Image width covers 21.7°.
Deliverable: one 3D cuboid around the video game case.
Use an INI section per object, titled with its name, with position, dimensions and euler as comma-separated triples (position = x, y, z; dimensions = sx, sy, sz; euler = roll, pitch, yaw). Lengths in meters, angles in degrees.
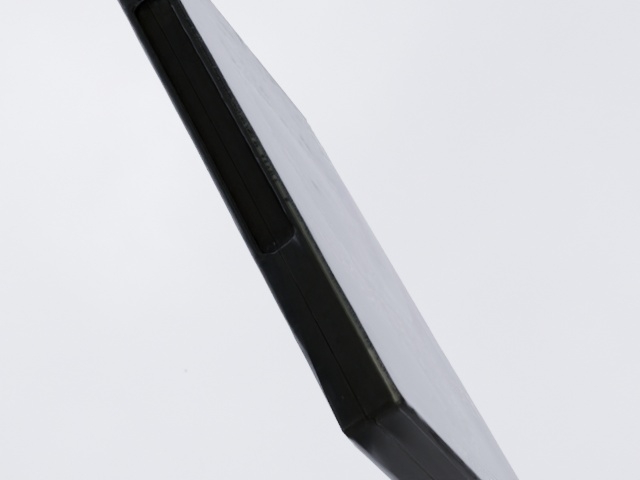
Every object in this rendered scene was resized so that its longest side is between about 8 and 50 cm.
[video game case]
position = 0.000, 0.000, 0.651
dimensions = 0.026, 0.196, 0.274
euler = -34, -126, 5
